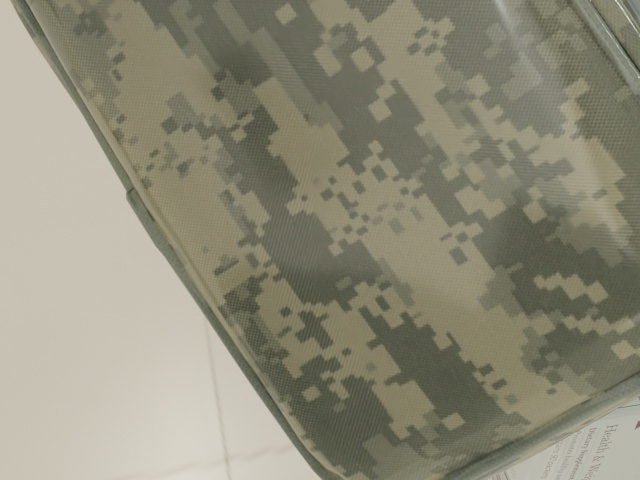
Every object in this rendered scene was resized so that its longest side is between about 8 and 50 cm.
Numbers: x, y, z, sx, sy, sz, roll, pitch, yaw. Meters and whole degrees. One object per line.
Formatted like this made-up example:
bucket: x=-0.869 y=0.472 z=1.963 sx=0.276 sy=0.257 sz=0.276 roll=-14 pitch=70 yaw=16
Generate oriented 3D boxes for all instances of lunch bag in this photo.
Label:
lunch bag: x=0.057 y=-0.095 z=0.745 sx=0.212 sy=0.256 sz=0.305 roll=-35 pitch=90 yaw=33

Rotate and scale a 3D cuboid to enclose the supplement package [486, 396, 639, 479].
supplement package: x=0.178 y=0.077 z=1.106 sx=0.203 sy=0.149 sz=0.194 roll=-8 pitch=146 yaw=-15
